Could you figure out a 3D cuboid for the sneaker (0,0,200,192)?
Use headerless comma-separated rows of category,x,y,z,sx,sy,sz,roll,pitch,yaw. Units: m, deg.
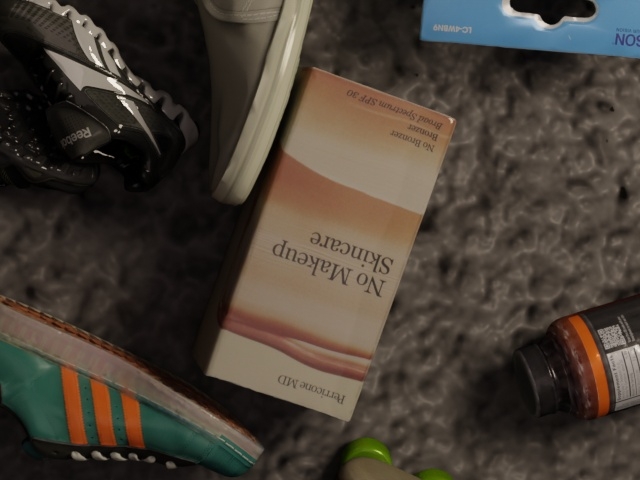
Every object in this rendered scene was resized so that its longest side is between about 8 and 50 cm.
sneaker,-0.216,-0.129,1.501,0.234,0.078,0.106,40,50,-22

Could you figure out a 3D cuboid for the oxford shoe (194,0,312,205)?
oxford shoe,-0.067,-0.256,1.504,0.130,0.169,0.449,10,86,-12

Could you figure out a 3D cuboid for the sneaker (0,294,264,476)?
sneaker,-0.205,0.163,1.553,0.302,0.108,0.121,27,91,-1

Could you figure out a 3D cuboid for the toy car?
toy car,0.050,0.312,1.584,0.149,0.155,0.188,26,103,-9

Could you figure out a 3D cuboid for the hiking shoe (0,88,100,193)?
hiking shoe,-0.317,-0.086,1.530,0.227,0.114,0.086,18,54,-29

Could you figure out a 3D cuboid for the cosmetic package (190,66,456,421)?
cosmetic package,0.000,0.000,1.551,0.153,0.129,0.296,18,93,-10

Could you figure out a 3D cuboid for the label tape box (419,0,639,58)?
label tape box,0.216,-0.352,1.563,0.249,0.115,0.348,3,97,-8

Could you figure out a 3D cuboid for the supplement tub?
supplement tub,0.290,0.111,1.615,0.197,0.106,0.106,-16,97,-6
